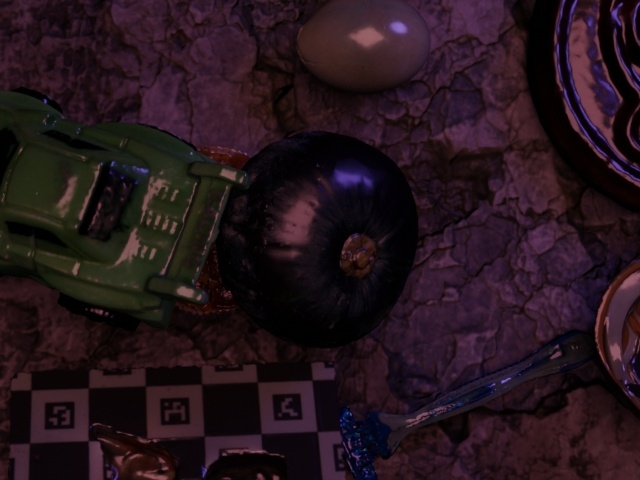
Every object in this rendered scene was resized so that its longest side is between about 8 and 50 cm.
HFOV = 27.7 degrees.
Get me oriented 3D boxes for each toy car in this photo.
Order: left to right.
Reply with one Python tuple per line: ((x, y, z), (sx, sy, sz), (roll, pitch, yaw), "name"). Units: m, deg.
((-0.252, -0.038, 1.352), (0.359, 0.176, 0.213), (19, 81, 8), "toy car")

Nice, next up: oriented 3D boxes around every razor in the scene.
((0.173, 0.173, 1.461), (0.324, 0.056, 0.093), (-22, 85, -9), "razor")

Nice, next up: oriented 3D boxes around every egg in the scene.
((0.048, -0.222, 1.460), (0.152, 0.114, 0.114), (0, 83, -8), "egg")

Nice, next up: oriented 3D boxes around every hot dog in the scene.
((-0.115, -0.011, 1.446), (0.108, 0.059, 0.191), (3, 85, -2), "hot dog")

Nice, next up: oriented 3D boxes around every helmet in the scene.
((0.403, 0.127, 1.456), (0.224, 0.130, 0.198), (40, 76, 9), "helmet")

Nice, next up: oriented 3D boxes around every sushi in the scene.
((-0.148, 0.299, 1.380), (0.359, 0.064, 0.343), (-2, 58, -8), "sushi")

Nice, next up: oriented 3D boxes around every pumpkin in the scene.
((0.000, 0.000, 1.383), (0.233, 0.163, 0.233), (-8, 103, -37), "pumpkin")

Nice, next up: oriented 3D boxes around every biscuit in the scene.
((0.445, -0.218, 1.522), (0.407, 0.091, 0.407), (1, 84, -7), "biscuit")
